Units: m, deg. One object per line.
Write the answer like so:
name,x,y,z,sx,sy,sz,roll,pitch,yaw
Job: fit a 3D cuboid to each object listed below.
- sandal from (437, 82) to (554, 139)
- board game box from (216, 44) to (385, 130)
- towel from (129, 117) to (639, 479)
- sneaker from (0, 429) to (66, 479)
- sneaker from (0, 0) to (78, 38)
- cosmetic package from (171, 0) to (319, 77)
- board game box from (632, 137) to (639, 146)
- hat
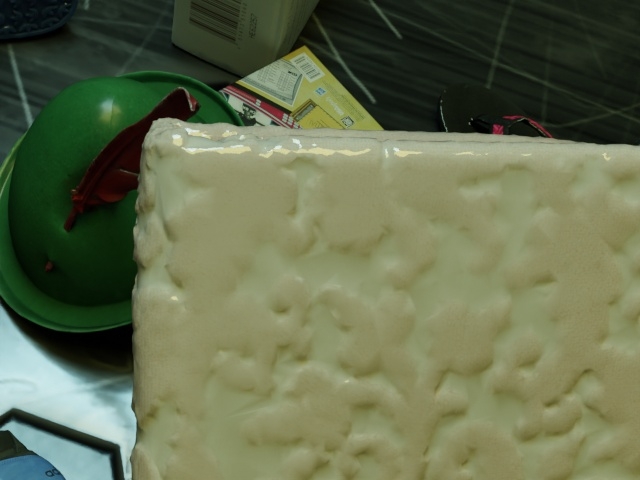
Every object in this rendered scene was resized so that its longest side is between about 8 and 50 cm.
sandal,0.144,-0.045,0.904,0.067,0.040,0.179,-22,64,-22
board game box,0.000,0.000,0.848,0.165,0.042,0.243,-31,68,-26
towel,0.063,0.107,0.659,0.316,0.332,0.053,0,16,-13
sneaker,-0.204,0.161,0.697,0.084,0.058,0.152,39,62,17
sneaker,-0.283,-0.181,0.893,0.232,0.081,0.090,-6,56,-22
cosmetic package,-0.019,-0.235,0.952,0.085,0.117,0.231,25,58,5
board game box,0.282,-0.007,0.843,0.060,0.194,0.194,-10,74,-15
hat,-0.140,-0.062,0.733,0.208,0.183,0.173,-20,62,11
